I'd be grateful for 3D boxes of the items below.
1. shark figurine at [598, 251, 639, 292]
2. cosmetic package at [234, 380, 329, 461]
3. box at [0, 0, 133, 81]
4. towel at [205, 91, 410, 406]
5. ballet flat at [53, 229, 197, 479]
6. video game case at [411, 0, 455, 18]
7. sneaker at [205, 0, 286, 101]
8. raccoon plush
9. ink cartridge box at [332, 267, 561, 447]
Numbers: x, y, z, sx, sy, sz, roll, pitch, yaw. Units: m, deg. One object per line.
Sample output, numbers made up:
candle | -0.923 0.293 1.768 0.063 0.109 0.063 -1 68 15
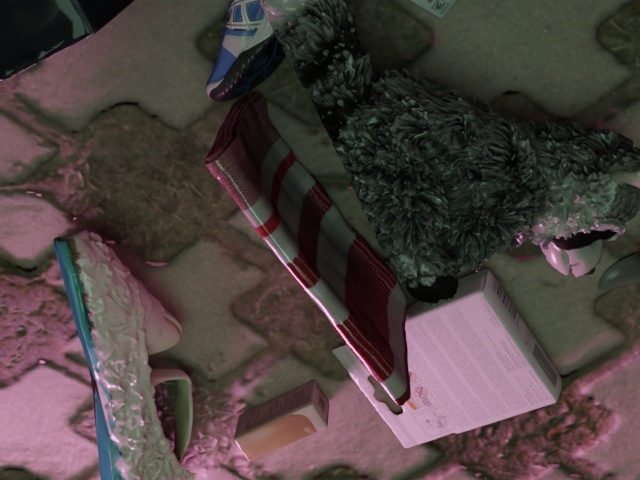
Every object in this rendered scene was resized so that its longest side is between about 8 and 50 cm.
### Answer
shark figurine | 0.442 0.085 1.265 0.166 0.116 0.278 -37 105 18
cosmetic package | -0.048 0.228 1.378 0.115 0.060 0.041 -26 109 15
box | -0.314 -0.311 0.981 0.212 0.395 0.293 -23 109 13
towel | 0.000 0.000 1.182 0.037 0.237 0.329 -33 107 15
ballet flat | -0.230 0.158 1.340 0.147 0.147 0.408 -2 116 4
video game case | 0.125 -0.319 1.118 0.143 0.019 0.157 19 118 -43
sneaker | -0.068 -0.244 1.180 0.081 0.080 0.211 40 112 12
raccoon plush | 0.163 -0.130 1.108 0.299 0.216 0.446 -26 125 7
ink cartridge box | 0.156 0.152 1.352 0.225 0.056 0.181 -24 111 32
